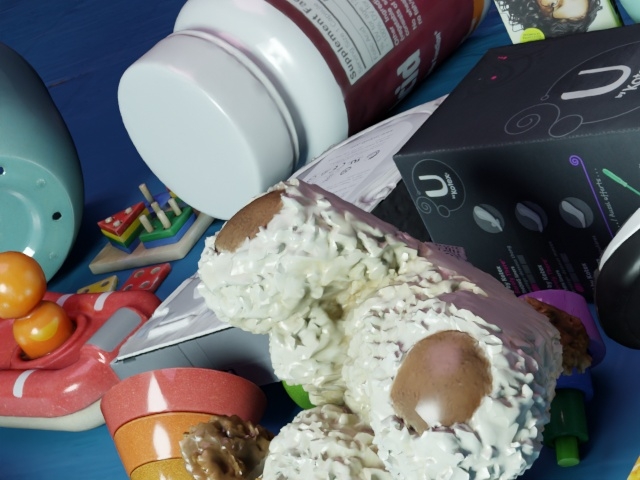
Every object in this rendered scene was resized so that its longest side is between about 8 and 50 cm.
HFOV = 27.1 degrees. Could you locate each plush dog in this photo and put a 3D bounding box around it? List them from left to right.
[{"bbox_3d":[0.037,0.120,0.757,0.262,0.210,0.225,38,103,47],"label":"plush dog"}]

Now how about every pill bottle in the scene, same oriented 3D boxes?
[{"bbox_3d":[-0.011,-0.209,1.398,0.224,0.224,0.392,3,39,49],"label":"pill bottle"}]

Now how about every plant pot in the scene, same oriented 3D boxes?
[{"bbox_3d":[-0.392,-0.056,1.446,0.293,0.293,0.235,-33,38,-10],"label":"plant pot"}]

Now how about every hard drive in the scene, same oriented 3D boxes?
[{"bbox_3d":[0.000,0.000,1.108,0.237,0.064,0.339,-19,22,48],"label":"hard drive"}]

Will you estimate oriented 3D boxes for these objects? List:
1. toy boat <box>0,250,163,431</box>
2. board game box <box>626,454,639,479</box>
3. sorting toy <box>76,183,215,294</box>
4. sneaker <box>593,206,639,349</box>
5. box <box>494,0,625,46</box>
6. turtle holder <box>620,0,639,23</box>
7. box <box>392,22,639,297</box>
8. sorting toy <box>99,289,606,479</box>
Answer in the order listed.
[{"bbox_3d":[-0.252,0.075,1.182,0.231,0.151,0.151,-5,33,41],"label":"toy boat"},{"bbox_3d":[0.258,0.107,0.713,0.146,0.045,0.193,-4,33,42],"label":"board game box"},{"bbox_3d":[-0.180,-0.022,1.425,0.132,0.046,0.274,-10,30,35],"label":"sorting toy"},{"bbox_3d":[0.283,0.009,0.705,0.283,0.107,0.124,-23,34,18],"label":"sneaker"},{"bbox_3d":[0.202,-0.168,1.080,0.087,0.232,0.058,-20,28,21],"label":"box"},{"bbox_3d":[0.324,-0.281,1.018,0.243,0.320,0.227,0,2,38],"label":"turtle holder"},{"bbox_3d":[0.218,-0.060,0.963,0.270,0.143,0.165,-4,33,43],"label":"box"},{"bbox_3d":[0.015,0.138,0.883,0.365,0.127,0.126,-15,56,21],"label":"sorting toy"}]
